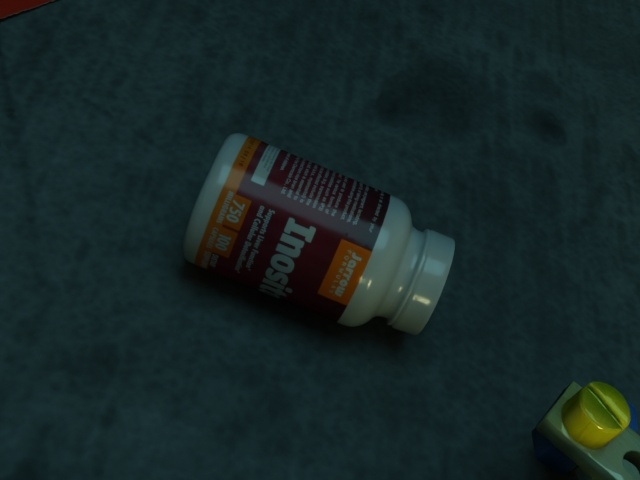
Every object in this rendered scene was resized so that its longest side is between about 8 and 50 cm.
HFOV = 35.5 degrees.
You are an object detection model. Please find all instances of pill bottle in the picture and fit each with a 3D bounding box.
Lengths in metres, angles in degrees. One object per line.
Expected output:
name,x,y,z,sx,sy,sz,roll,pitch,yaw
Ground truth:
pill bottle,0.000,0.000,0.608,0.152,0.086,0.086,22,46,-2

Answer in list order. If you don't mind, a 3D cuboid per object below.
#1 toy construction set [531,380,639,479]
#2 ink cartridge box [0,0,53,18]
toy construction set,0.188,0.221,0.458,0.215,0.151,0.328,-26,52,-37
ink cartridge box,-0.300,-0.219,0.675,0.232,0.066,0.189,-36,85,-37
